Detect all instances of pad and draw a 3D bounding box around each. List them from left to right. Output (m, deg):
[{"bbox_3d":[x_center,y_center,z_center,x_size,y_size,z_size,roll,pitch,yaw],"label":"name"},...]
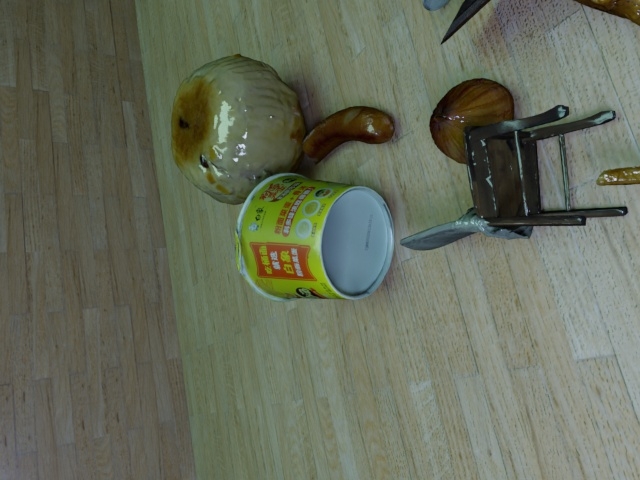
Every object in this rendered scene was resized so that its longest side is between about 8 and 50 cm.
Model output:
[{"bbox_3d":[0.216,-0.305,0.763,0.323,0.055,0.250,-60,-1,9],"label":"pad"}]

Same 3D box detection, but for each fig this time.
[{"bbox_3d":[0.223,-0.193,0.838,0.134,0.201,0.146,31,125,36],"label":"fig"}]

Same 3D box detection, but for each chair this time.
[{"bbox_3d":[0.278,-0.085,0.801,0.319,0.160,0.186,-7,91,54],"label":"chair"}]

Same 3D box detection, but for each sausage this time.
[{"bbox_3d":[0.055,-0.250,1.175,0.302,0.076,0.102,-5,94,56],"label":"sausage"}]

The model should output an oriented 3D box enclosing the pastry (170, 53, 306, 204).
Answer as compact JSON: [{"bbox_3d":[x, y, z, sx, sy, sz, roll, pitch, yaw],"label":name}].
[{"bbox_3d":[-0.204,-0.281,1.338,0.389,0.313,0.388,5,97,45],"label":"pastry"}]

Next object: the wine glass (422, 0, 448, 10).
[{"bbox_3d":[0.192,-0.516,0.979,0.073,0.073,0.155,-50,55,43],"label":"wine glass"}]

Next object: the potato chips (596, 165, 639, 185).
[{"bbox_3d":[0.449,-0.087,0.612,0.204,0.037,0.026,-5,70,32],"label":"potato chips"}]

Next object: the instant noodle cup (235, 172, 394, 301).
[{"bbox_3d":[0.000,0.000,1.092,0.222,0.311,0.311,4,94,45],"label":"instant noodle cup"}]

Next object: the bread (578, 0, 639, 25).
[{"bbox_3d":[0.391,-0.367,0.638,0.158,0.143,0.149,-64,36,34],"label":"bread"}]
